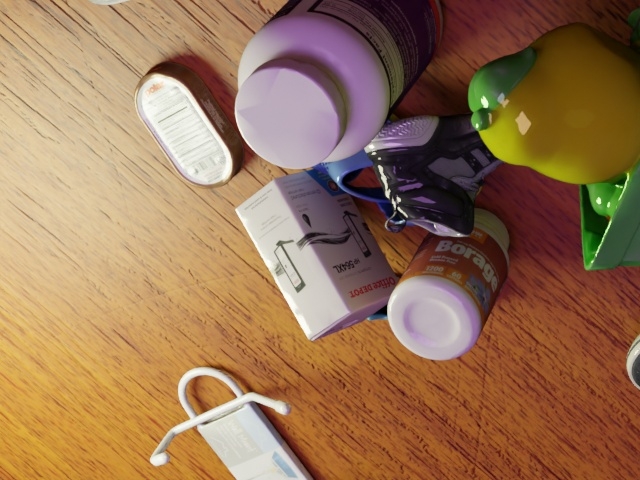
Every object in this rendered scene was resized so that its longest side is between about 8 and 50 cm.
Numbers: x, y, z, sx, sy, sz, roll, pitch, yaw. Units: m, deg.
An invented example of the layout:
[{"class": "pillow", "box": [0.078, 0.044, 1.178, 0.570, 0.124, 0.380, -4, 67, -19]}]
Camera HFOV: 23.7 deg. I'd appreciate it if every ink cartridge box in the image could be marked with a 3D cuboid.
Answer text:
[{"class": "ink cartridge box", "box": [0.002, 0.014, 2.013, 0.086, 0.148, 0.203, -36, 80, 32]}]

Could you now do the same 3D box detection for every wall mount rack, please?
[{"class": "wall mount rack", "box": [-0.080, 0.343, 2.303, 0.304, 0.130, 0.350, -27, 107, 34]}]

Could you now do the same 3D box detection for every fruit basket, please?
[{"class": "fruit basket", "box": [0.338, -0.158, 1.710, 0.392, 0.283, 0.392, 3, 126, 5]}]

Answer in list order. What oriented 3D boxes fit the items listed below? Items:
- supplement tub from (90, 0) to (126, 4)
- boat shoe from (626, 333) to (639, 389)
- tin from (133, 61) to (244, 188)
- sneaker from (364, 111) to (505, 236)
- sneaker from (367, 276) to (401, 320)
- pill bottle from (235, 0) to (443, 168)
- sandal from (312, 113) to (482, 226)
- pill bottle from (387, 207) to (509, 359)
[{"class": "supplement tub", "box": [-0.253, -0.473, 1.825, 0.207, 0.207, 0.338, -10, 115, 28]}, {"class": "boat shoe", "box": [0.622, 0.230, 1.900, 0.500, 0.156, 0.187, 20, 137, 12]}, {"class": "tin", "box": [-0.181, -0.156, 2.098, 0.106, 0.040, 0.190, -26, 107, 29]}, {"class": "sneaker", "box": [0.189, -0.084, 1.861, 0.268, 0.101, 0.153, -9, 90, -13]}, {"class": "sneaker", "box": [0.132, 0.090, 2.086, 0.166, 0.076, 0.065, -1, 120, 24]}, {"class": "pill bottle", "box": [0.018, -0.210, 1.795, 0.181, 0.323, 0.182, 11, 124, 18]}, {"class": "sandal", "box": [0.049, -0.114, 1.961, 0.317, 0.138, 0.126, 23, 128, 11]}, {"class": "pill bottle", "box": [0.172, 0.048, 1.955, 0.121, 0.216, 0.121, 11, 124, 17]}]
